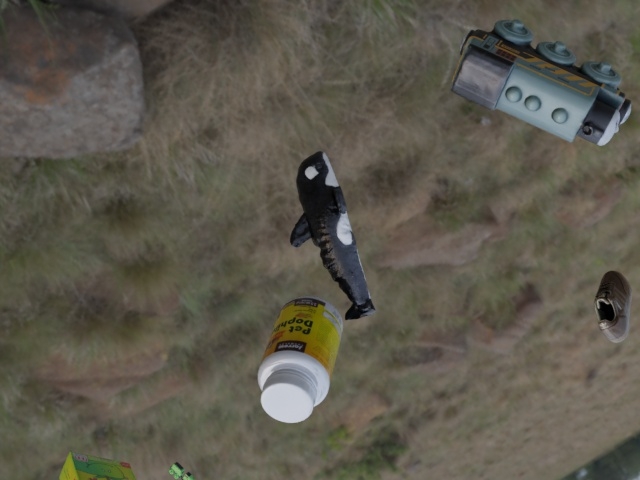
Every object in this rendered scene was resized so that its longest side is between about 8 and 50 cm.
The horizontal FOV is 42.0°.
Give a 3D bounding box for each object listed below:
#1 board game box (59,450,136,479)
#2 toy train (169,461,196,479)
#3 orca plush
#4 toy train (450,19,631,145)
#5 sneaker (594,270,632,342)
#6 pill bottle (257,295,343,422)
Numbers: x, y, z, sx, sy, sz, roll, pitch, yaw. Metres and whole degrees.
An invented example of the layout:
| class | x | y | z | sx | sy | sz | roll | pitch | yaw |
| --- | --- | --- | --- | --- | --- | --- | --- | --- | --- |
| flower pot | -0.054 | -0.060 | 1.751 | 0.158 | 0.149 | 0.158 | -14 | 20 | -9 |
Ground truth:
| class | x | y | z | sx | sy | sz | roll | pitch | yaw |
| --- | --- | --- | --- | --- | --- | --- | --- | --- | --- |
| board game box | -0.288 | 0.351 | 1.121 | 0.092 | 0.181 | 0.043 | 22 | 93 | -28 |
| toy train | -0.240 | 0.435 | 1.512 | 0.024 | 0.083 | 0.017 | -53 | 170 | 16 |
| orca plush | 0.000 | 0.000 | 1.398 | 0.102 | 0.287 | 0.151 | -16 | -173 | -5 |
| toy train | 0.393 | -0.278 | 1.504 | 0.190 | 0.334 | 0.142 | -49 | 164 | -49 |
| sneaker | 0.625 | 0.126 | 1.793 | 0.071 | 0.188 | 0.066 | 39 | 130 | -26 |
| pill bottle | -0.034 | 0.195 | 1.370 | 0.117 | 0.117 | 0.215 | -46 | -166 | 31 |
